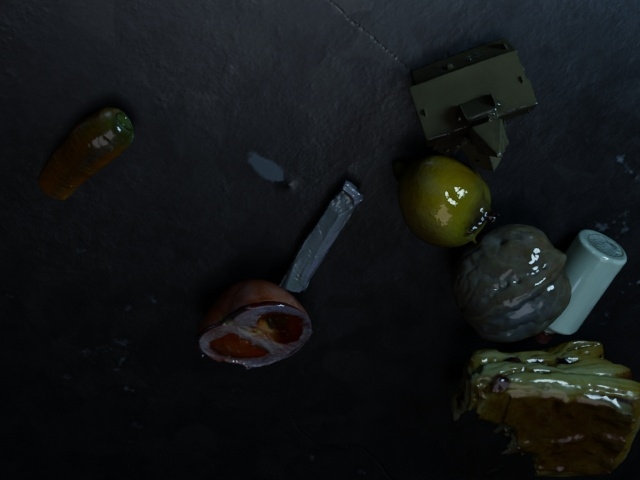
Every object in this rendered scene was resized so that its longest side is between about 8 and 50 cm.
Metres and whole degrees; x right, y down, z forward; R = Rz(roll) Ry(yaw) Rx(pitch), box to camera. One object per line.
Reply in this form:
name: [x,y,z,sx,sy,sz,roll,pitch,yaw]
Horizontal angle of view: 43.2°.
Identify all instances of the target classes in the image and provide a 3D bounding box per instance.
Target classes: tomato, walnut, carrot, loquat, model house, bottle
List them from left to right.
carrot: [-0.394,-0.145,1.339,0.193,0.087,0.087,-34,120,20]
tomato: [-0.124,0.148,1.543,0.228,0.112,0.199,-26,138,23]
loquat: [0.205,-0.075,1.393,0.172,0.204,0.149,-4,133,-57]
model house: [0.253,-0.176,1.269,0.181,0.248,0.176,-17,124,9]
walnut: [0.350,0.077,1.486,0.224,0.224,0.224,-2,124,-3]
bottle: [0.485,0.102,1.565,0.104,0.104,0.245,16,121,-15]

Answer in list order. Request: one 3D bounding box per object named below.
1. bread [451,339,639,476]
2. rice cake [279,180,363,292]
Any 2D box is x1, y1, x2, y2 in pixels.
bread: [0.458,0.338,1.677,0.370,0.191,0.314,4,134,2]
rice cake: [0.000,0.000,1.491,0.055,0.049,0.269,31,118,2]
